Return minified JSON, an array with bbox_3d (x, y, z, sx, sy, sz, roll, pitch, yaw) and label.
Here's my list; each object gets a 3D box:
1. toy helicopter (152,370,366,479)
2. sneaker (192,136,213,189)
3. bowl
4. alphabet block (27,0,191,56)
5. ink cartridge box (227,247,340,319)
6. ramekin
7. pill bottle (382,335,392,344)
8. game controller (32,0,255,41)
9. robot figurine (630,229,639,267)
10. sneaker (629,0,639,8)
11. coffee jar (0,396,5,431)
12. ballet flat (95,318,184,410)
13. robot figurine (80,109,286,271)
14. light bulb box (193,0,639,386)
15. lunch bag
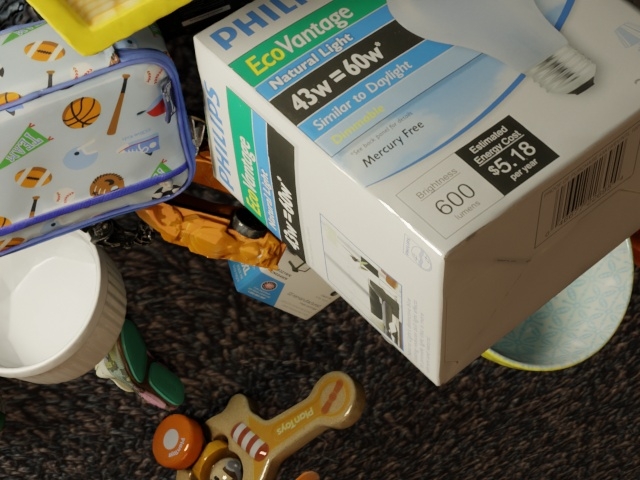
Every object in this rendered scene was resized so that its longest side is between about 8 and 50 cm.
[{"bbox_3d":[-0.075,0.318,2.140,0.355,0.235,0.140,-35,141,22],"label":"toy helicopter"},{"bbox_3d":[-0.084,-0.090,1.748,0.152,0.054,0.061,4,136,-27],"label":"sneaker"},{"bbox_3d":[0.254,0.036,1.923,0.289,0.289,0.156,-3,171,-21],"label":"bowl"},{"bbox_3d":[-0.194,-0.317,1.270,0.193,0.197,0.192,-28,144,13],"label":"alphabet block"},{"bbox_3d":[0.000,0.000,1.876,0.203,0.086,0.148,-37,140,25],"label":"ink cartridge box"},{"bbox_3d":[-0.332,0.074,1.738,0.207,0.207,0.109,-25,153,9],"label":"ramekin"},{"bbox_3d":[0.196,0.083,2.044,0.221,0.121,0.121,-2,141,-22],"label":"pill bottle"},{"bbox_3d":[-0.136,-0.274,1.486,0.319,0.067,0.166,-20,159,3],"label":"game controller"},{"bbox_3d":[0.522,-0.008,2.061,0.219,0.158,0.128,12,157,-35],"label":"robot figurine"},{"bbox_3d":[0.290,-0.239,1.671,0.121,0.111,0.300,14,136,-43],"label":"sneaker"},{"bbox_3d":[-0.507,0.210,1.940,0.096,0.079,0.184,-25,144,8],"label":"coffee jar"},{"bbox_3d":[-0.265,0.179,2.021,0.079,0.077,0.221,-7,148,18],"label":"ballet flat"},{"bbox_3d":[-0.156,-0.068,1.669,0.291,0.085,0.211,18,120,-21],"label":"robot figurine"},{"bbox_3d":[0.124,-0.118,1.444,0.358,0.361,0.225,-35,149,-22],"label":"light bulb box"},{"bbox_3d":[-0.270,-0.100,1.465,0.303,0.115,0.243,-18,141,-12],"label":"lunch bag"}]
